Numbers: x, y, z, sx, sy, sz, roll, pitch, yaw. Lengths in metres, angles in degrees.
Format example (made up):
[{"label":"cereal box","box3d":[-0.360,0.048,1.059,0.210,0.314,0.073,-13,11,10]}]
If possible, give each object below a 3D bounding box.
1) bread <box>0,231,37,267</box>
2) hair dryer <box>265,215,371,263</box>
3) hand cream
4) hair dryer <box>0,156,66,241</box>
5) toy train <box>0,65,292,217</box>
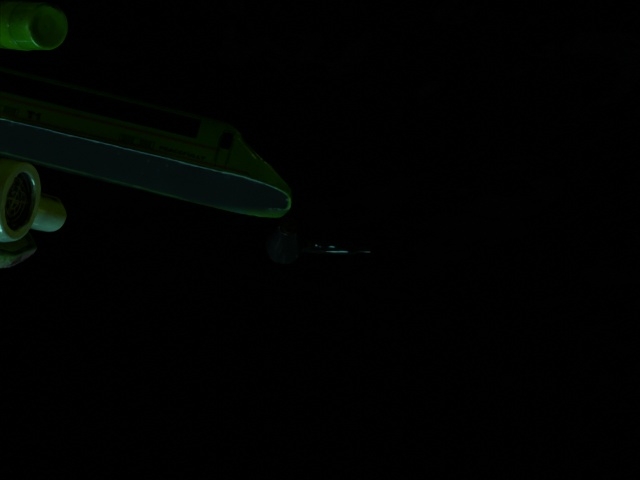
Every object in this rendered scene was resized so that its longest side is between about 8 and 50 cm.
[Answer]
[{"label":"bread","box3d":[-0.361,-0.026,1.533,0.228,0.033,0.228,22,-173,-3]},{"label":"hair dryer","box3d":[0.000,0.000,1.332,0.083,0.031,0.079,1,165,-7]},{"label":"hand cream","box3d":[-0.163,-0.105,0.824,0.036,0.023,0.122,16,177,-42]},{"label":"hair dryer","box3d":[-0.266,-0.028,1.438,0.131,0.073,0.236,10,175,19]},{"label":"toy train","box3d":[-0.115,-0.061,0.984,0.209,0.042,0.044,14,152,-2]}]
